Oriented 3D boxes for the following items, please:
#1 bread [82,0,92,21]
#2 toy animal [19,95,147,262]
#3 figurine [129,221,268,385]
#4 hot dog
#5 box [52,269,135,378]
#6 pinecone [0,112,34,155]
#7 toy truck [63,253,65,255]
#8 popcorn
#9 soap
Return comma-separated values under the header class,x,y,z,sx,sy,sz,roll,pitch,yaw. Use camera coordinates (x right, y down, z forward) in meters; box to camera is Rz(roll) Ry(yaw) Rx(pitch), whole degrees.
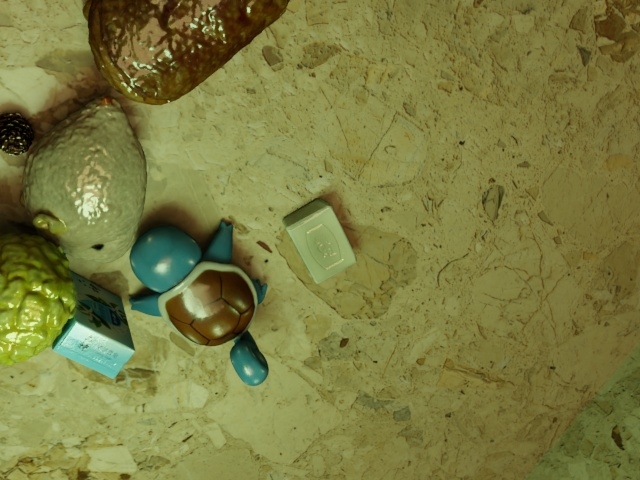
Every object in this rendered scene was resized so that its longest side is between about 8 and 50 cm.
class,x,y,z,sx,sy,sz,roll,pitch,yaw
bread,-0.382,-0.463,1.286,0.052,0.044,0.157,30,102,-40
toy animal,-0.455,-0.110,1.354,0.226,0.188,0.359,-1,115,-28
figurine,-0.264,0.141,1.572,0.298,0.243,0.416,-35,103,8
hot dog,-0.240,-0.416,1.277,0.387,0.174,0.267,-38,133,1
box,-0.482,0.171,1.460,0.142,0.232,0.083,36,98,-32
pinecone,-0.582,-0.199,1.318,0.077,0.083,0.077,-4,126,-6
toy truck,-0.550,0.016,1.466,0.039,0.044,0.083,12,111,-30
popcorn,-0.572,0.091,1.280,0.251,0.206,0.237,38,74,-3
soap,0.000,0.000,1.673,0.121,0.064,0.183,-30,122,-3
